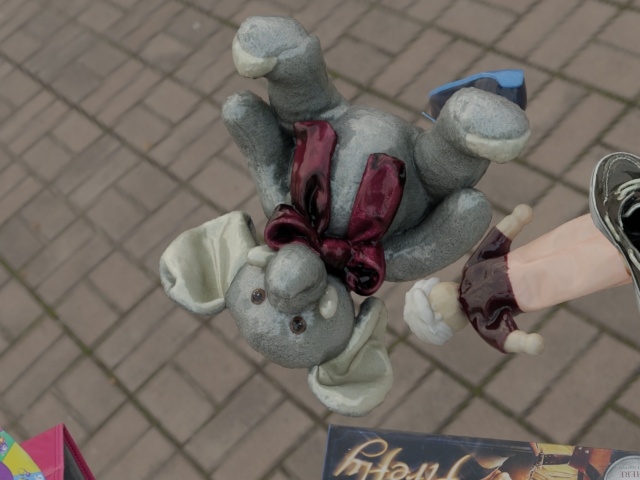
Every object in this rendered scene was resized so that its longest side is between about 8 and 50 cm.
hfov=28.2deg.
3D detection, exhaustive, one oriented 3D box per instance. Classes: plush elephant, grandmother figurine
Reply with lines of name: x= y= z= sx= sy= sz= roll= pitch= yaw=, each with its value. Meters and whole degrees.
plush elephant: x=0.000 y=0.000 z=1.162 sx=0.272 sy=0.330 sz=0.255 roll=24 pitch=65 yaw=7
grandmother figurine: x=0.255 y=0.058 z=1.629 sx=0.342 sy=0.104 sz=0.208 roll=-21 pitch=44 yaw=30

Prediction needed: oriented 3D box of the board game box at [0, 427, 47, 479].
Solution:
board game box: x=-0.202 y=0.156 z=0.603 sx=0.033 sy=0.133 sz=0.169 roll=-58 pitch=-7 yaw=-76

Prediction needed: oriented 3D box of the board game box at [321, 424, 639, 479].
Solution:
board game box: x=0.116 y=0.221 z=0.879 sx=0.243 sy=0.042 sz=0.165 roll=3 pitch=64 yaw=12

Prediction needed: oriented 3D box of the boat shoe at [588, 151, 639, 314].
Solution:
boat shoe: x=0.285 y=-0.016 z=1.096 sx=0.077 sy=0.070 sz=0.219 roll=-14 pitch=42 yaw=2

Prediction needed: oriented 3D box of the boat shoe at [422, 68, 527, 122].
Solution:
boat shoe: x=0.193 y=-0.160 z=1.640 sx=0.109 sy=0.089 sz=0.258 roll=-6 pitch=0 yaw=-5

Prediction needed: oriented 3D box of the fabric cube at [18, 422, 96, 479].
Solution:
fabric cube: x=-0.315 y=0.380 z=1.258 sx=0.258 sy=0.254 sz=0.259 roll=-26 pitch=16 yaw=-4
